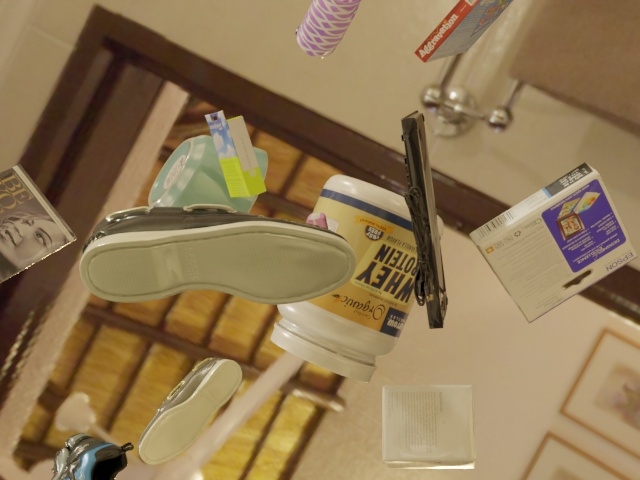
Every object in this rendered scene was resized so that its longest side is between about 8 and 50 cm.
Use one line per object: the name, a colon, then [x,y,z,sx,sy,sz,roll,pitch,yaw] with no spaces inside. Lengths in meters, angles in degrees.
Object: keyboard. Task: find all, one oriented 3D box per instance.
keyboard: [0.148,-0.023,1.332,0.201,0.033,0.317,-49,-49,-72]

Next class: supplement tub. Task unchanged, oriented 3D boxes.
supplement tub: [0.060,0.067,1.607,0.228,0.228,0.316,24,-91,-63]

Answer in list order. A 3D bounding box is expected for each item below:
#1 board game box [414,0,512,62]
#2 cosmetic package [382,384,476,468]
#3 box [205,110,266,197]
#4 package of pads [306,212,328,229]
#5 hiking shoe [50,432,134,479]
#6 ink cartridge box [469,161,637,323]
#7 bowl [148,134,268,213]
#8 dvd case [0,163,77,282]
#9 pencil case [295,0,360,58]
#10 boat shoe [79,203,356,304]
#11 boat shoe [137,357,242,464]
board game box: [0.246,-0.361,1.490,0.145,0.027,0.281,-46,-6,26]
cosmetic package: [0.221,0.378,1.846,0.151,0.183,0.152,65,-155,-69]
box: [-0.172,-0.176,1.840,0.042,0.109,0.178,-22,-79,-25]
package of pads: [0.000,0.000,1.437,0.050,0.032,0.083,-68,-33,-75]
hiking shoe: [-0.468,0.502,1.701,0.113,0.132,0.304,55,-136,-46]
ink cartridge box: [0.363,0.008,1.409,0.206,0.045,0.208,-33,-52,8]
bowl: [-0.274,-0.112,2.057,0.163,0.311,0.312,32,-93,-23]
dvd case: [-0.524,-0.027,1.511,0.018,0.164,0.221,-35,3,32]
pencil case: [0.019,-0.420,1.695,0.088,0.086,0.206,-53,3,-24]
boat shoe: [-0.113,0.005,1.024,0.091,0.302,0.114,-95,10,-56]
boat shoe: [-0.312,0.390,2.115,0.305,0.091,0.109,-45,-60,-24]
